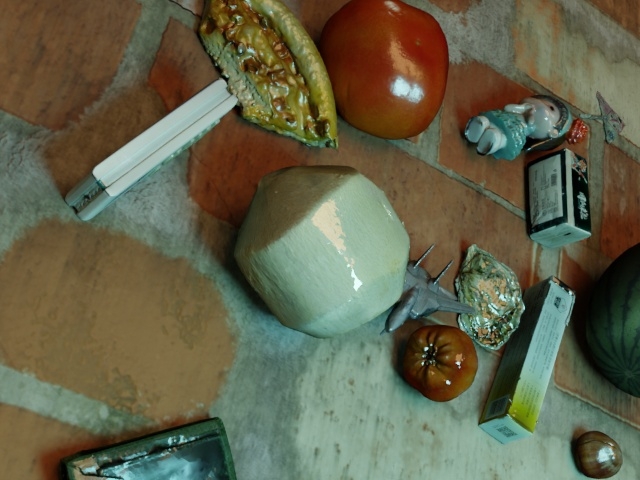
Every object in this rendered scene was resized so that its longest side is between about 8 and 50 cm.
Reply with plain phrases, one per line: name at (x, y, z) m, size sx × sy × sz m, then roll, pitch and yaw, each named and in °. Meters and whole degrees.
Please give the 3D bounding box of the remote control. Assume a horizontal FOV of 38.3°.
remote control at (-0.236, -0.131, 1.319) m, size 0.055 × 0.103 × 0.277 m, roll 51°, pitch 51°, yaw -8°

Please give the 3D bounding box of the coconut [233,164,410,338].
coconut at (0.000, 0.000, 1.348) m, size 0.245 × 0.245 × 0.247 m, roll -38°, pitch 102°, yaw -40°

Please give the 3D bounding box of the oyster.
oyster at (0.295, 0.101, 1.633) m, size 0.125 × 0.064 × 0.177 m, roll 19°, pitch 70°, yaw -12°

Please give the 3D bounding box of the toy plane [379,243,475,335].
toy plane at (0.137, 0.098, 1.469) m, size 0.212 × 0.088 × 0.267 m, roll 40°, pitch 34°, yaw 2°

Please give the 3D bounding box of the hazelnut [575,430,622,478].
hazelnut at (0.495, 0.383, 1.638) m, size 0.086 × 0.086 × 0.086 m, roll 15°, pitch 63°, yaw -30°

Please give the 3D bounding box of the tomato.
tomato at (0.117, -0.305, 1.599) m, size 0.259 × 0.180 × 0.260 m, roll 13°, pitch 65°, yaw -28°

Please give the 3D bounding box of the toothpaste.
toothpaste at (0.365, 0.202, 1.619) m, size 0.071 × 0.089 × 0.313 m, roll 35°, pitch 55°, yaw -10°

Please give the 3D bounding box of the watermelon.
watermelon at (0.653, 0.136, 1.733) m, size 0.279 × 0.279 × 0.359 m, roll 50°, pitch 49°, yaw -8°

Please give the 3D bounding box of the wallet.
wallet at (-0.207, 0.327, 1.180) m, size 0.236 × 0.055 × 0.160 m, roll -8°, pitch 82°, yaw -38°

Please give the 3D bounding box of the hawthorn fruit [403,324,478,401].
hawthorn fruit at (0.192, 0.198, 1.485) m, size 0.125 × 0.140 × 0.125 m, roll 0°, pitch 79°, yaw 2°

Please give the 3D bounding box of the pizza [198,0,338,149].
pizza at (-0.089, -0.297, 1.511) m, size 0.182 × 0.074 × 0.365 m, roll -28°, pitch 89°, yaw -34°

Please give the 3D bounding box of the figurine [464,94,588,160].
figurine at (0.397, -0.214, 1.800) m, size 0.245 × 0.110 × 0.138 m, roll -17°, pitch 57°, yaw -33°

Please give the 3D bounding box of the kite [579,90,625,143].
kite at (0.631, -0.277, 2.066) m, size 0.152 × 0.005 × 0.137 m, roll 11°, pitch 62°, yaw -32°

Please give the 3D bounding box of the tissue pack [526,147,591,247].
tissue pack at (0.464, -0.081, 1.799) m, size 0.090 × 0.103 × 0.170 m, roll 26°, pitch 58°, yaw -34°
